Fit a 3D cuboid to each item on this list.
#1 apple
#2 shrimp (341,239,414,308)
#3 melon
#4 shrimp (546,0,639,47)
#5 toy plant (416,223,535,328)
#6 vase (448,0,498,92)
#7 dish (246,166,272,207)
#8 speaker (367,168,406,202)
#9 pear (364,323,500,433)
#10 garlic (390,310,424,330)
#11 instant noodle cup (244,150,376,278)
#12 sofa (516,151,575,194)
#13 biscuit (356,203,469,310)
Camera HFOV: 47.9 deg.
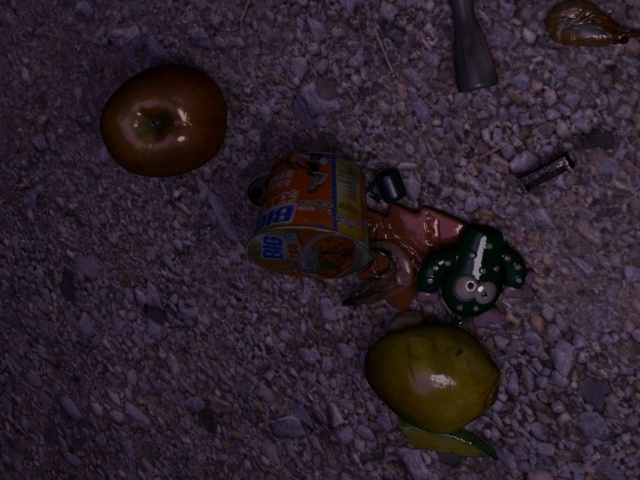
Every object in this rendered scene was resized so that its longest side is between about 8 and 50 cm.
[{"bbox_3d":[-0.391,-0.288,1.774,0.309,0.250,0.277,-41,88,25],"label":"apple"},{"bbox_3d":[0.118,0.084,1.746,0.219,0.046,0.152,-32,95,28],"label":"shrimp"},{"bbox_3d":[0.324,0.518,1.845,0.262,0.053,0.113,14,119,19],"label":"melon"},{"bbox_3d":[0.548,-0.429,1.451,0.184,0.043,0.091,21,110,17],"label":"shrimp"},{"bbox_3d":[0.352,0.087,1.654,0.233,0.112,0.243,37,104,-8],"label":"toy plant"},{"bbox_3d":[0.315,-0.428,1.531,0.086,0.086,0.213,-9,98,25],"label":"vase"},{"bbox_3d":[-0.116,-0.151,1.801,0.141,0.078,0.141,-5,144,-4],"label":"dish"},{"bbox_3d":[0.158,-0.127,1.711,0.094,0.060,0.075,-6,108,61],"label":"speaker"},{"bbox_3d":[0.260,0.318,1.694,0.321,0.269,0.268,4,109,35],"label":"pear"},{"bbox_3d":[0.219,0.198,1.782,0.083,0.053,0.041,-14,103,34],"label":"garlic"},{"bbox_3d":[-0.017,-0.059,1.655,0.297,0.296,0.213,-7,64,24],"label":"instant noodle cup"},{"bbox_3d":[0.487,-0.144,1.557,0.118,0.060,0.039,-30,90,28],"label":"sofa"},{"bbox_3d":[0.213,0.017,1.732,0.306,0.043,0.283,-24,96,27],"label":"biscuit"}]
